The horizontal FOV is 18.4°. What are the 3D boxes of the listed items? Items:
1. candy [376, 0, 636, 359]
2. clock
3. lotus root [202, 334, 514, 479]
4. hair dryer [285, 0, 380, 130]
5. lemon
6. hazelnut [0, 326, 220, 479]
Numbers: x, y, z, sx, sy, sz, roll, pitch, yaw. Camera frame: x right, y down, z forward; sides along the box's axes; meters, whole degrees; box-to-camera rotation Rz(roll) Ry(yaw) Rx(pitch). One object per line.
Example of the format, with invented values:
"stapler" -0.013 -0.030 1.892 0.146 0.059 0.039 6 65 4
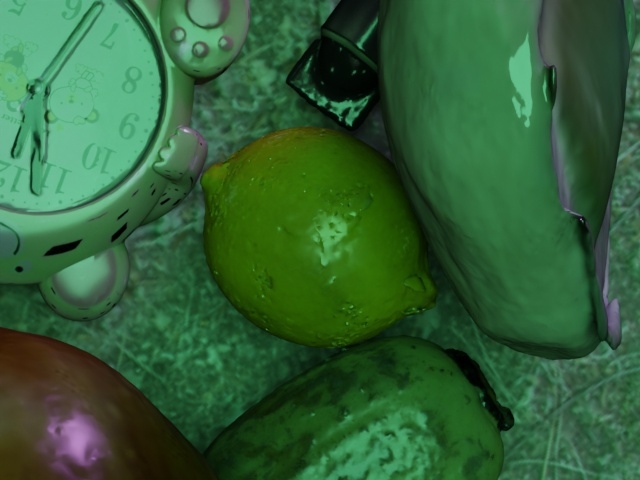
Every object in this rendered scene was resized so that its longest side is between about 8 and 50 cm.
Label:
"candy" 0.147 -0.097 1.492 0.186 0.427 0.386 -4 46 16
"clock" -0.224 -0.110 1.562 0.284 0.114 0.309 20 88 -9
"lotus root" 0.007 0.197 1.577 0.309 0.173 0.173 -33 94 -1
"hair dryer" -0.013 -0.237 1.625 0.248 0.078 0.196 37 85 3
"lemon" 0.000 0.000 1.558 0.206 0.173 0.173 26 85 16
"hazelnut" -0.217 0.245 1.448 0.315 0.372 0.372 4 89 -36
